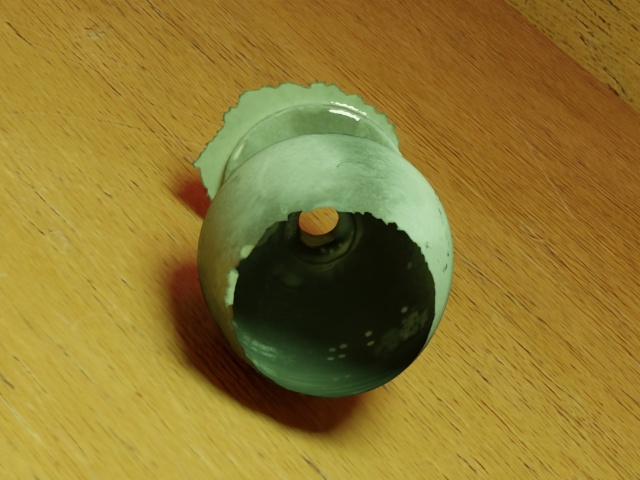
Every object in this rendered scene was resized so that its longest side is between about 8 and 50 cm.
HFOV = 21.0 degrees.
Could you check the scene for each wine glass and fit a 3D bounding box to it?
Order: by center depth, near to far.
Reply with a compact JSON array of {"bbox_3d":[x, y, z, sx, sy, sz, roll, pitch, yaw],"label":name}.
[{"bbox_3d":[0.000,0.000,1.543,0.238,0.238,0.323,27,13,-12],"label":"wine glass"}]
